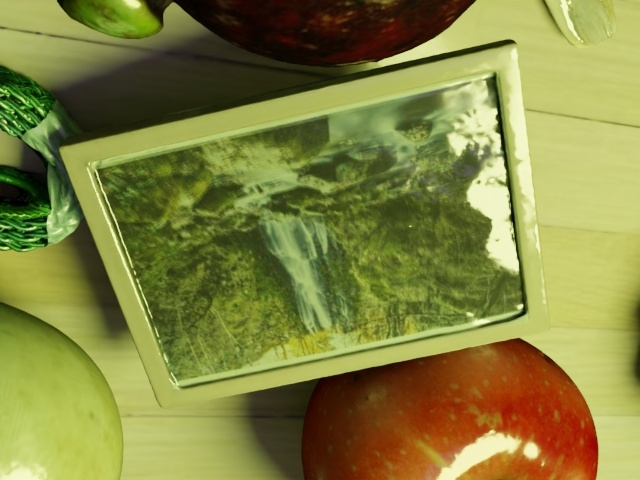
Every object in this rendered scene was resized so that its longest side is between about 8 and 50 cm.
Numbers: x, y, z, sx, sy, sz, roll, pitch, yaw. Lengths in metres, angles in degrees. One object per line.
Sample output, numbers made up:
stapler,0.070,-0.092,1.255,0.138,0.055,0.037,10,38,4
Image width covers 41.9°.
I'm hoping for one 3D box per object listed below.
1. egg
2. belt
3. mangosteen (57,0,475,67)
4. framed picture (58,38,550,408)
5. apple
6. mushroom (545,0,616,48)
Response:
egg,-0.284,0.138,0.590,0.295,0.218,0.218,31,101,-26
belt,-0.231,-0.055,0.601,0.151,0.079,0.121,30,101,-28
mangosteen,-0.037,-0.245,0.456,0.359,0.306,0.306,-7,115,-8
framed picture,0.000,0.000,0.618,0.324,0.020,0.241,-11,117,3
apple,0.111,0.188,0.749,0.260,0.216,0.261,-7,114,-16
mushroom,0.188,-0.236,0.685,0.059,0.054,0.202,-43,125,9
